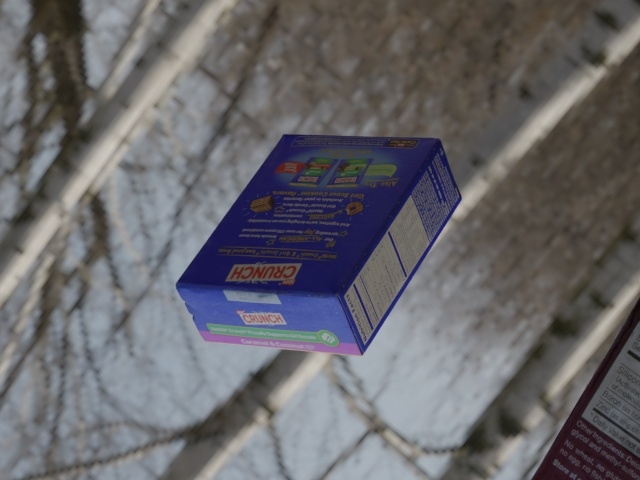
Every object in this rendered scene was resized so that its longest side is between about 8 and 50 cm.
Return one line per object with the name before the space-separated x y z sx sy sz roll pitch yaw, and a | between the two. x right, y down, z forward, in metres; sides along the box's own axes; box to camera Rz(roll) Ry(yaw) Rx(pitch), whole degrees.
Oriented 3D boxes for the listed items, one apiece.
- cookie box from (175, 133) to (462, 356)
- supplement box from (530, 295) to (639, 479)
cookie box | 0.000 0.000 0.851 0.107 0.092 0.040 -55 -46 -36
supplement box | 0.136 0.118 0.764 0.081 0.188 0.104 35 -168 30
